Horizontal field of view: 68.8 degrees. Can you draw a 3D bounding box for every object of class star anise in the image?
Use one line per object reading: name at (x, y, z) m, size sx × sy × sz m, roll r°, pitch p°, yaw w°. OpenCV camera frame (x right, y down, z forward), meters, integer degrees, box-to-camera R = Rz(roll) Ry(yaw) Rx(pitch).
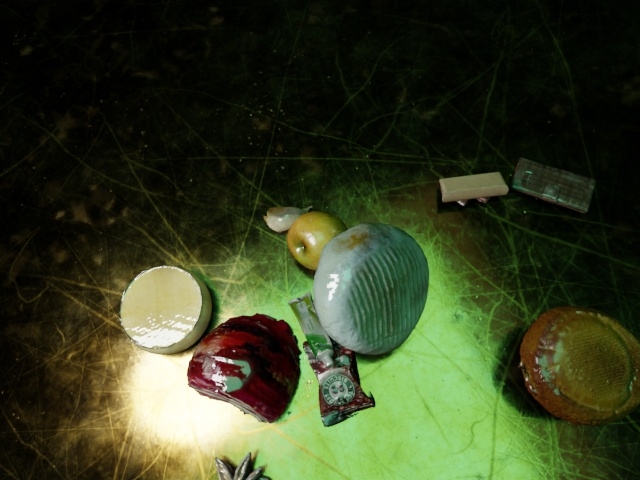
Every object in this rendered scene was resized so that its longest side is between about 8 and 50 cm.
star anise at (-0.216, 0.640, 1.192) m, size 0.182 × 0.065 × 0.195 m, roll -35°, pitch 75°, yaw -3°

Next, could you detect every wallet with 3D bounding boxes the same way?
wallet at (0.706, -0.171, 1.425) m, size 0.230 × 0.042 × 0.124 m, roll 22°, pitch 70°, yaw 11°

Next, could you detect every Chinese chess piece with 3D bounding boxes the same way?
Chinese chess piece at (-0.444, 0.199, 1.350) m, size 0.257 × 0.104 × 0.257 m, roll -2°, pitch 70°, yaw 5°

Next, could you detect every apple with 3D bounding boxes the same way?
apple at (0.000, 0.000, 1.358) m, size 0.155 × 0.182 × 0.182 m, roll -27°, pitch 67°, yaw -37°

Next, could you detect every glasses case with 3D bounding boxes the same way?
glasses case at (0.462, -0.160, 1.437) m, size 0.194 × 0.070 × 0.102 m, roll -7°, pitch 42°, yaw 4°

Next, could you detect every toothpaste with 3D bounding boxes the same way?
toothpaste at (-0.019, 0.248, 1.303) m, size 0.078 × 0.047 × 0.248 m, roll -26°, pitch 49°, yaw -4°

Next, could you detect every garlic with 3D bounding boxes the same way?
garlic at (-0.102, -0.073, 1.441) m, size 0.152 × 0.066 × 0.084 m, roll -5°, pitch 68°, yaw 5°

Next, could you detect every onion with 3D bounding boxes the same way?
onion at (-0.213, 0.315, 1.270) m, size 0.314 × 0.146 × 0.280 m, roll 15°, pitch 68°, yaw 14°

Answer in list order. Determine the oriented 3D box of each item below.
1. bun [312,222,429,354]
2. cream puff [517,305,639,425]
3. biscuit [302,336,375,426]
bun at (0.122, 0.123, 1.232) m, size 0.211 × 0.362 × 0.362 m, roll 12°, pitch 67°, yaw 47°
cream puff at (0.641, 0.310, 1.167) m, size 0.303 × 0.212 × 0.303 m, roll 1°, pitch 74°, yaw -4°
biscuit at (0.049, 0.368, 1.271) m, size 0.151 × 0.063 × 0.235 m, roll -19°, pitch 73°, yaw 6°
